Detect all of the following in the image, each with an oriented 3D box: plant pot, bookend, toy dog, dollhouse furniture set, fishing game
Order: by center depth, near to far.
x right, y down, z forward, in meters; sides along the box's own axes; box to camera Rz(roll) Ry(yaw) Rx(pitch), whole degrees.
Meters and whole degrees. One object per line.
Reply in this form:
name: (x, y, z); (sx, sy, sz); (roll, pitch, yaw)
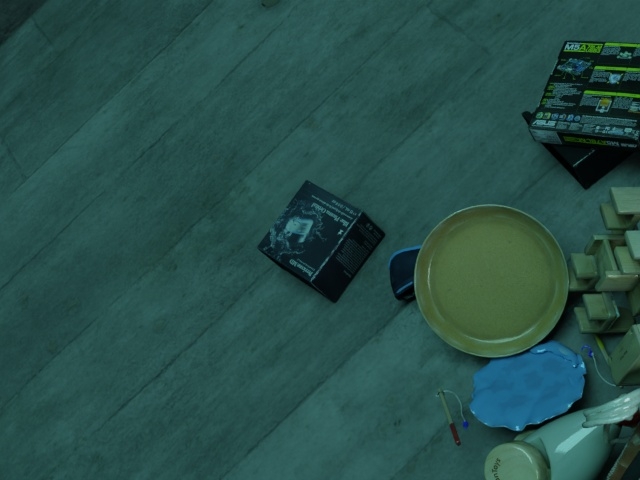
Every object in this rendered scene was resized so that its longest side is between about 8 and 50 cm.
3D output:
toy dog: (0.379, 0.301, 1.417); (0.334, 0.220, 0.161); (-37, 72, 48)
dollhouse furniture set: (0.476, 0.073, 1.498); (0.161, 0.212, 0.242); (-1, 55, -10)
fishing game: (0.308, 0.220, 1.583); (0.264, 0.041, 0.189); (-23, 28, 4)
plant pot: (0.263, 0.062, 1.641); (0.236, 0.032, 0.236); (1, 94, 14)
bookend: (0.445, -0.195, 1.752); (0.156, 0.072, 0.157); (-39, 49, 5)

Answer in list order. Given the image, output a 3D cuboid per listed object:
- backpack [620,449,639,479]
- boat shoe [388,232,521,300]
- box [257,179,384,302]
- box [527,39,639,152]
backpack: (0.502, 0.340, 1.238); (0.191, 0.225, 0.253); (-51, 36, 3)
boat shoe: (0.231, 0.047, 1.738); (0.258, 0.109, 0.089); (-20, 58, 41)
box: (0.000, 0.000, 1.901); (0.156, 0.093, 0.158); (31, 83, 40)
box: (0.451, -0.234, 1.696); (0.191, 0.045, 0.184); (10, 64, 37)
